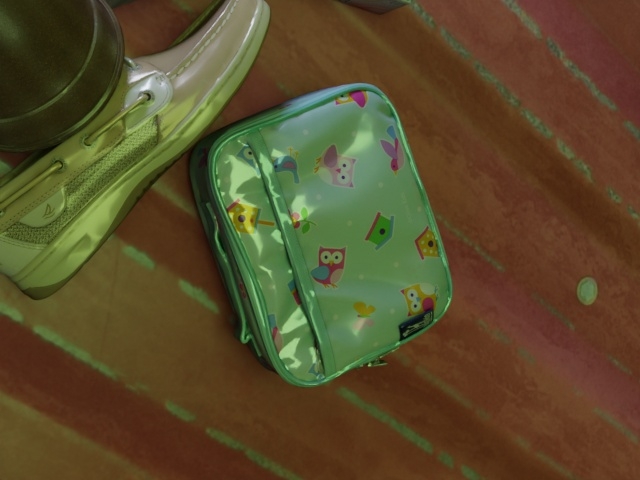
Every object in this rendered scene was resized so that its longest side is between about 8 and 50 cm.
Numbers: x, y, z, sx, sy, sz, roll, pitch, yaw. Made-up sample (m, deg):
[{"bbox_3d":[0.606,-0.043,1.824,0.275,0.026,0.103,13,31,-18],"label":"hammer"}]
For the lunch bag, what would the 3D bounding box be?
[{"bbox_3d":[0.000,0.000,0.841,0.224,0.108,0.279,-24,103,-24],"label":"lunch bag"}]

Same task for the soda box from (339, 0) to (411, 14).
[{"bbox_3d":[0.006,-0.285,0.856,0.183,0.063,0.058,9,88,-27],"label":"soda box"}]

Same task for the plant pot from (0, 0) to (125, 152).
[{"bbox_3d":[-0.254,-0.173,0.636,0.167,0.165,0.167,-2,73,6],"label":"plant pot"}]

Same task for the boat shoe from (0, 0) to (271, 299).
[{"bbox_3d":[-0.175,-0.109,0.741,0.110,0.121,0.341,43,75,-23],"label":"boat shoe"}]

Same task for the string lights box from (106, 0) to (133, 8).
[{"bbox_3d":[-0.175,-0.358,0.754,0.133,0.077,0.259,-27,104,-24],"label":"string lights box"}]
